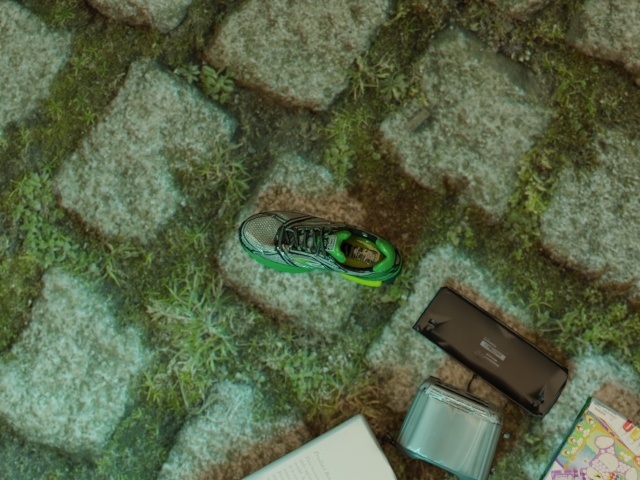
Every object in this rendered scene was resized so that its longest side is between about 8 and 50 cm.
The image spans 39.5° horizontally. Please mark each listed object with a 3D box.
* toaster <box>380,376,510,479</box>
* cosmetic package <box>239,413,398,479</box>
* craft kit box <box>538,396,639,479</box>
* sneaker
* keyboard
[{"bbox_3d":[0.245,0.361,1.716,0.227,0.129,0.146,22,93,13],"label":"toaster"},{"bbox_3d":[-0.065,0.537,1.687,0.453,0.161,0.230,-28,77,-3],"label":"cosmetic package"},{"bbox_3d":[0.568,0.473,1.723,0.250,0.061,0.246,32,83,10],"label":"craft kit box"},{"bbox_3d":[0.000,0.000,1.819,0.344,0.146,0.134,9,78,6],"label":"sneaker"},{"bbox_3d":[0.324,0.255,1.800,0.317,0.033,0.201,36,80,11],"label":"keyboard"}]
